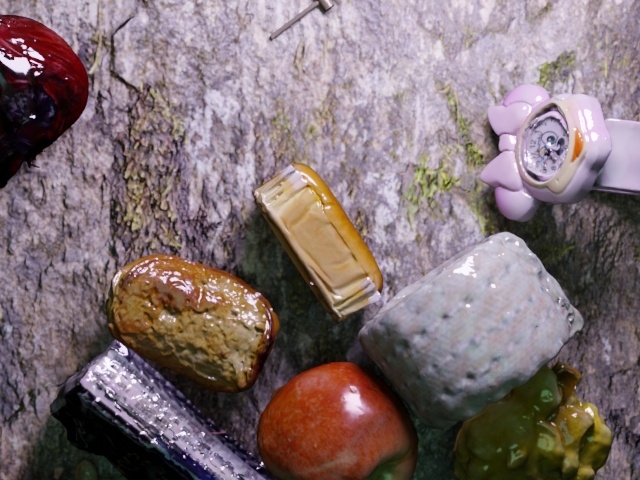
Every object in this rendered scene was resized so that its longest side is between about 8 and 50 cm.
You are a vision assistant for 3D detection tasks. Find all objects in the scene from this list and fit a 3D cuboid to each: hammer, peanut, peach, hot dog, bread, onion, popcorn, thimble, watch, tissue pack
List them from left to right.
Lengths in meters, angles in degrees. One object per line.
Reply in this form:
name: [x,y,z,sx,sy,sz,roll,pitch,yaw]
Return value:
onion: [-0.472,-0.195,1.630,0.281,0.281,0.221,-41,64,-1]
peanut: [-0.355,0.379,1.756,0.037,0.037,0.083,-20,86,-3]
tissue pack: [-0.238,0.306,1.664,0.332,0.245,0.123,42,57,-6]
hot dog: [-0.196,0.120,1.718,0.259,0.114,0.175,25,96,-3]
hammer: [-0.032,-0.345,1.751,0.110,0.019,0.035,-37,95,1]
bread: [0.000,0.000,1.713,0.107,0.136,0.241,-33,94,-2]
peach: [0.016,0.291,1.698,0.232,0.256,0.232,-18,124,-28]
thimble: [0.215,0.125,1.653,0.291,0.291,0.195,-37,89,-2]
popcorn: [0.311,0.300,1.722,0.233,0.192,0.266,9,111,-19]
watch: [0.399,-0.120,1.723,0.217,0.248,0.211,8,91,-31]
